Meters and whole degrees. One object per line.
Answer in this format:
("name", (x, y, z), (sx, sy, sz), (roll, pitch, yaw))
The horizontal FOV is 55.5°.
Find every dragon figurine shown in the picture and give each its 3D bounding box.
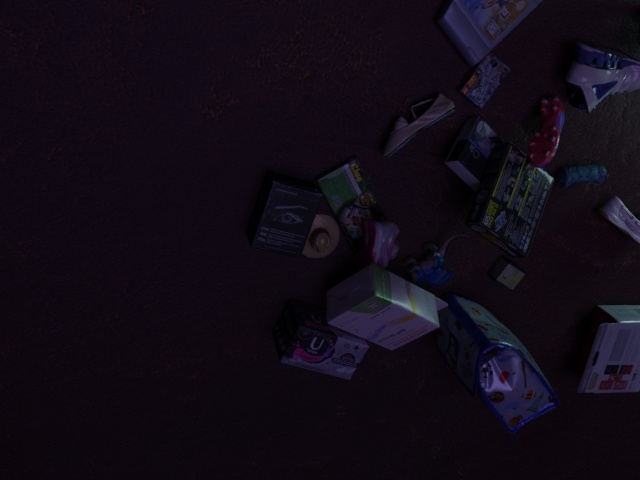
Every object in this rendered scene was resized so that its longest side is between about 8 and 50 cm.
("dragon figurine", (0.359, 0.089, 1.923), (0.289, 0.085, 0.144), (-39, 120, 9))

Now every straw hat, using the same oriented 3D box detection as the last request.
("straw hat", (0.000, 0.000, 1.800), (0.145, 0.061, 0.144), (-6, 115, -13))

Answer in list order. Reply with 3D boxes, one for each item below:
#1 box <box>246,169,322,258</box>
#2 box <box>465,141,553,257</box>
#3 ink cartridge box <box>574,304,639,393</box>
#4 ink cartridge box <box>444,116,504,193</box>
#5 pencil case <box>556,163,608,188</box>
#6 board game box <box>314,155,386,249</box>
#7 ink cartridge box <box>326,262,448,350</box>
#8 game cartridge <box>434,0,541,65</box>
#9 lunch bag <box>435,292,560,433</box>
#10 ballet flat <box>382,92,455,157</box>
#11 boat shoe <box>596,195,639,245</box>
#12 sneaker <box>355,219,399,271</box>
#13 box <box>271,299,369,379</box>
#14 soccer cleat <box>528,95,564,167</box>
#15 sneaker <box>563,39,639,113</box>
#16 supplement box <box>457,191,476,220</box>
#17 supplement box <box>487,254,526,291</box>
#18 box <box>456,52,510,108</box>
("box", (-0.104, -0.073, 1.711), (0.153, 0.108, 0.207), (15, 108, -21))
("box", (0.552, -0.116, 1.763), (0.216, 0.060, 0.269), (30, 75, -27))
("ink cartridge box", (1.065, 0.399, 2.235), (0.272, 0.130, 0.309), (2, 113, -14))
("ink cartridge box", (0.524, -0.202, 1.817), (0.333, 0.065, 0.165), (36, 72, -27))
("pencil case", (0.829, -0.206, 1.933), (0.152, 0.064, 0.070), (-5, 98, -12))
("board game box", (0.098, -0.108, 1.797), (0.136, 0.030, 0.259), (-28, 118, 1))
("ink cartridge box", (0.214, 0.220, 1.846), (0.354, 0.119, 0.207), (27, 135, -32))
("game cartridge", (0.460, -0.647, 1.640), (0.297, 0.062, 0.198), (-45, 121, 7))
("lunch bag", (0.540, 0.378, 1.973), (0.239, 0.327, 0.385), (-36, 120, 4))
("ballet flat", (0.262, -0.332, 1.721), (0.249, 0.086, 0.086), (-35, 118, 0))
("boat shoe", (1.056, -0.056, 2.044), (0.277, 0.098, 0.096), (30, 104, -24))
("sneaker", (0.179, 0.039, 1.824), (0.111, 0.103, 0.252), (-12, 139, -21))
("box", (-0.001, 0.306, 1.879), (0.248, 0.163, 0.142), (19, 109, -22))
("soccer cleat", (0.671, -0.309, 1.779), (0.095, 0.083, 0.247), (38, 60, -40))
("sneaker", (0.830, -0.468, 1.795), (0.316, 0.127, 0.182), (6, 126, -25))
("supplement box", (0.478, -0.102, 1.884), (0.036, 0.062, 0.098), (31, 102, -26))
("supplement box", (0.619, 0.110, 2.022), (0.083, 0.056, 0.083), (30, 103, -25))
("box", (0.465, -0.460, 1.738), (0.094, 0.027, 0.137), (29, 103, -26))
